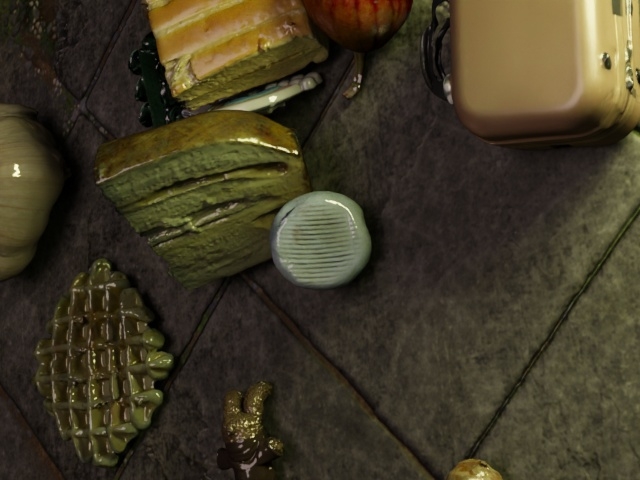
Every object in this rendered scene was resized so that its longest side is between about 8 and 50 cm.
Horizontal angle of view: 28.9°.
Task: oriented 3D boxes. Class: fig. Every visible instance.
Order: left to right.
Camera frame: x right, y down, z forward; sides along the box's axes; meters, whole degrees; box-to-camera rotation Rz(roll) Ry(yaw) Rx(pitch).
[{"bbox_3d":[0.060,-0.322,1.691,0.149,0.202,0.148,-9,43,41],"label":"fig"}]

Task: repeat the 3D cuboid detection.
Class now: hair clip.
[{"bbox_3d":[-0.112,-0.193,1.820,0.220,0.140,0.054,-9,106,41],"label":"hair clip"}]

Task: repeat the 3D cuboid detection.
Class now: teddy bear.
[{"bbox_3d":[-0.107,0.281,1.764,0.119,0.078,0.160,-23,67,33],"label":"teddy bear"}]

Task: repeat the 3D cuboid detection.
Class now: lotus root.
[{"bbox_3d":[-0.142,-0.093,1.750,0.260,0.267,0.149,-23,47,12],"label":"lotus root"}]

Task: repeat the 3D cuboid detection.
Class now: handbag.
[{"bbox_3d":[0.242,-0.254,1.502,0.283,0.149,0.302,-9,79,38],"label":"handbag"}]

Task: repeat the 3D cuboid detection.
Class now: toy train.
[{"bbox_3d":[-0.236,-0.246,1.923,0.071,0.111,0.170,12,129,27],"label":"toy train"}]

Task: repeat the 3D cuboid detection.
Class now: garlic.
[{"bbox_3d":[-0.588,-0.086,2.164,0.322,0.241,0.322,-34,41,35],"label":"garlic"}]

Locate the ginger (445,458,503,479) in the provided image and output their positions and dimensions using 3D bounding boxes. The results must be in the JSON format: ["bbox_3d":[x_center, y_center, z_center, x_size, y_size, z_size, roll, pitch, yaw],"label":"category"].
[{"bbox_3d":[0.166,0.364,1.509,0.104,0.080,0.204,29,104,46],"label":"ginger"}]

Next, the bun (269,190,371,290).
[{"bbox_3d":[0.000,0.000,1.700,0.141,0.083,0.141,0,96,2],"label":"bun"}]

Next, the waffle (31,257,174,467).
[{"bbox_3d":[-0.362,0.202,2.015,0.309,0.056,0.292,49,114,34],"label":"waffle"}]

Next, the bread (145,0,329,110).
[{"bbox_3d":[-0.129,-0.332,1.803,0.246,0.111,0.239,-19,66,10],"label":"bread"}]

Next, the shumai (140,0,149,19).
[{"bbox_3d":[-0.253,-0.411,1.980,0.145,0.116,0.145,-8,79,43],"label":"shumai"}]
